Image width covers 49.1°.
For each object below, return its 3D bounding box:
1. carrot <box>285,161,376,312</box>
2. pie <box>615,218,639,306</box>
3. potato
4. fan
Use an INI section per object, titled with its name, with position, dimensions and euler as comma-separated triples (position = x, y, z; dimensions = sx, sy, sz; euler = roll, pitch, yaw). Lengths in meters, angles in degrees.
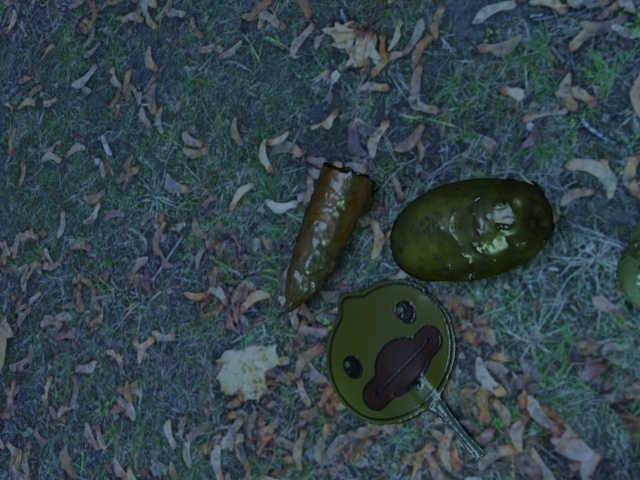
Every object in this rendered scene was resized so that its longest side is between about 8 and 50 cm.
[carrot]
position = 0.000, 0.000, 1.144
dimensions = 0.102, 0.102, 0.263
euler = 25, 94, 32
[pie]
position = 0.505, 0.035, 0.830
dimensions = 0.257, 0.105, 0.274
euler = -42, 53, 23
[potato]
position = 0.212, -0.014, 1.015
dimensions = 0.251, 0.113, 0.149
euler = -19, 78, 35
[fan]
position = 0.129, 0.201, 1.073
dimensions = 0.229, 0.011, 0.335
euler = -49, 59, 13
